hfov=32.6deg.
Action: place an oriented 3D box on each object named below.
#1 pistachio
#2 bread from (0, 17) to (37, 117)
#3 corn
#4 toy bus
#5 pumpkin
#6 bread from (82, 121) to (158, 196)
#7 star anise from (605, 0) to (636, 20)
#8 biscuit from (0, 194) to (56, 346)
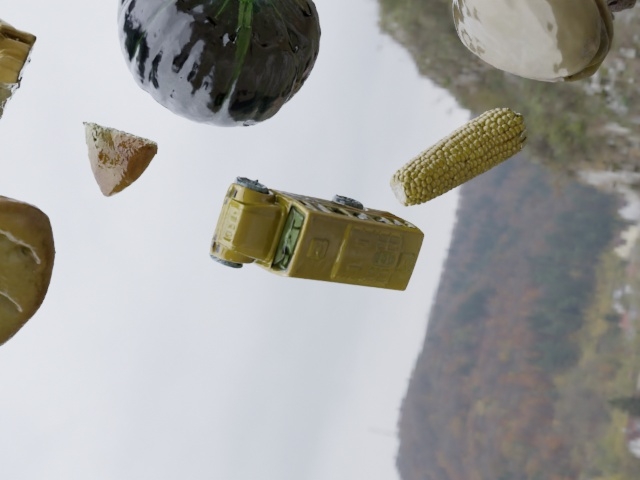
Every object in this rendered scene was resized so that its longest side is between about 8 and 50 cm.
[{"bbox_3d":[0.181,-0.193,0.936,0.113,0.149,0.113,-29,-33,-21],"label":"pistachio"},{"bbox_3d":[-0.451,-0.197,1.490,0.224,0.211,0.184,46,-120,-53],"label":"bread"},{"bbox_3d":[0.233,-0.140,1.837,0.260,0.091,0.091,-29,-16,-18],"label":"corn"},{"bbox_3d":[0.000,0.000,1.561,0.335,0.123,0.121,9,-75,-47],"label":"toy bus"},{"bbox_3d":[-0.154,-0.282,1.564,0.296,0.295,0.296,11,-90,-77],"label":"pumpkin"},{"bbox_3d":[-0.388,-0.142,2.048,0.054,0.154,0.136,-41,-30,-62],"label":"bread"},{"bbox_3d":[0.405,-0.354,1.600,0.141,0.141,0.042,82,176,-56],"label":"star anise"},{"bbox_3d":[-0.393,0.044,1.225,0.260,0.202,0.041,101,149,-43],"label":"biscuit"}]
